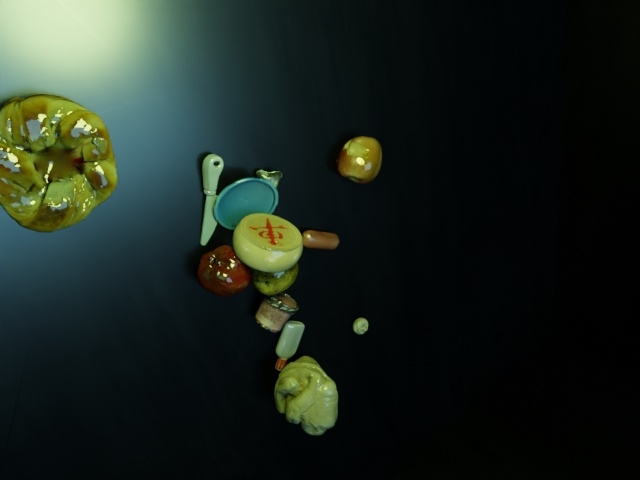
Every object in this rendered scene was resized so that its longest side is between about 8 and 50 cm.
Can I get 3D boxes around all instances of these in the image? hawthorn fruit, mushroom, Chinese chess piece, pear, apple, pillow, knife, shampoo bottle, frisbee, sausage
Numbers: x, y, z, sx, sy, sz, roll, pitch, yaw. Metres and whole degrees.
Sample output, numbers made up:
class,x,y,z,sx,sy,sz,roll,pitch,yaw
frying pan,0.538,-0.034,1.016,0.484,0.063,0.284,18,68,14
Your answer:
class,x,y,z,sx,sy,sz,roll,pitch,yaw
hawthorn fruit,-0.338,0.119,1.802,0.185,0.185,0.202,-50,150,-10
mushroom,0.196,0.414,2.416,0.083,0.067,0.083,-10,109,-31
Chinese chess piece,-0.184,0.004,1.767,0.251,0.251,0.097,-7,132,-37
pear,-0.187,0.110,1.889,0.197,0.197,0.197,-16,118,-33
apple,0.163,-0.326,2.006,0.199,0.199,0.199,-16,118,-33
pillow,-0.194,-0.194,1.847,0.091,0.055,0.136,-10,118,-42
knife,-0.377,-0.138,1.743,0.080,0.044,0.331,-17,125,-44
shampoo bottle,-0.143,0.457,2.173,0.108,0.051,0.221,13,100,-44
frisbee,-0.268,-0.136,1.793,0.242,0.045,0.242,-20,141,-17
sausage,0.000,0.000,2.077,0.194,0.077,0.077,6,105,-40

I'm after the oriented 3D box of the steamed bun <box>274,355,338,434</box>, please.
class,x,y,z,sx,sy,sz,roll,pitch,yaw
steamed bun,-0.072,0.667,2.132,0.230,0.372,0.325,-19,90,-21

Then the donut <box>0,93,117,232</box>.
class,x,y,z,sx,sy,sz,roll,pitch,yaw
donut,-0.726,-0.205,1.344,0.360,0.170,0.360,-14,116,-32

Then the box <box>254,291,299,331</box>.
class,x,y,z,sx,sy,sz,roll,pitch,yaw
box,-0.182,0.283,2.008,0.151,0.151,0.135,22,102,-42
